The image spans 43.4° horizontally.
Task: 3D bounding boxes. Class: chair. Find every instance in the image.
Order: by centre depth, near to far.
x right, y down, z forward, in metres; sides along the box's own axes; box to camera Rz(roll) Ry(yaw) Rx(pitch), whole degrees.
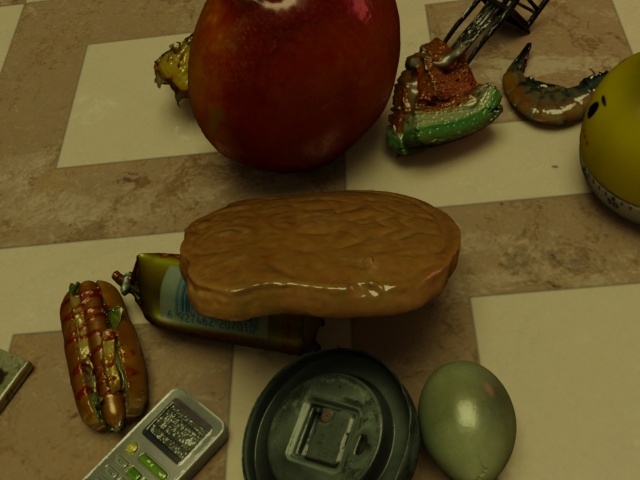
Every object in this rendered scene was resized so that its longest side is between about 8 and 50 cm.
[{"bbox_3d":[0.309,-0.386,1.426,0.084,0.101,0.212,43,107,34],"label":"chair"}]

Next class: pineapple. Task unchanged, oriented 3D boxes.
[{"bbox_3d":[-0.205,-0.297,1.433,0.164,0.140,0.250,-25,19,44],"label":"pineapple"}]

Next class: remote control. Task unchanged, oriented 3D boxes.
[{"bbox_3d":[-0.231,0.300,1.003,0.103,0.034,0.250,33,63,29],"label":"remote control"}]

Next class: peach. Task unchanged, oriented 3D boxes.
[{"bbox_3d":[-0.041,-0.278,1.211,0.372,0.372,0.290,-14,54,-2],"label":"peach"}]

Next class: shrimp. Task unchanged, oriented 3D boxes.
[{"bbox_3d":[0.428,-0.286,1.335,0.262,0.051,0.198,-21,52,-3],"label":"shrimp"}]

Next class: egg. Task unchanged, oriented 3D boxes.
[{"bbox_3d":[0.173,0.214,0.950,0.114,0.114,0.152,-5,52,6],"label":"egg"}]

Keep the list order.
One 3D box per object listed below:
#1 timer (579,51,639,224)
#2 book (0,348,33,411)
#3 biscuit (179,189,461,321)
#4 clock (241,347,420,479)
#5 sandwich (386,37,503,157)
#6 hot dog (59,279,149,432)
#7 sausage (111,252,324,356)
[{"bbox_3d":[0.497,-0.175,1.099,0.285,0.285,0.285,-5,52,6],"label":"timer"},{"bbox_3d":[-0.568,0.261,1.098,0.217,0.021,0.310,17,57,21],"label":"book"},{"bbox_3d":[0.000,-0.002,1.051,0.365,0.062,0.385,-3,19,-2],"label":"biscuit"},{"bbox_3d":[0.011,0.238,0.959,0.226,0.049,0.226,-15,53,22],"label":"clock"},{"bbox_3d":[0.180,-0.229,1.263,0.185,0.160,0.109,-28,10,-20],"label":"sandwich"},{"bbox_3d":[-0.300,0.152,1.104,0.104,0.076,0.250,-19,50,-6],"label":"hot dog"},{"bbox_3d":[-0.146,0.081,1.109,0.317,0.125,0.117,8,58,18],"label":"sausage"}]
